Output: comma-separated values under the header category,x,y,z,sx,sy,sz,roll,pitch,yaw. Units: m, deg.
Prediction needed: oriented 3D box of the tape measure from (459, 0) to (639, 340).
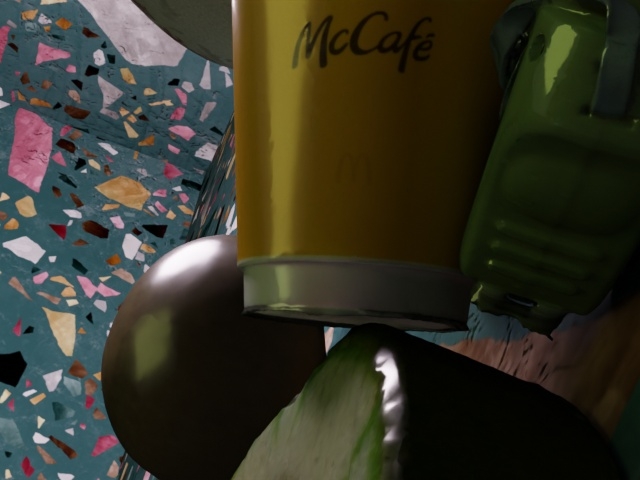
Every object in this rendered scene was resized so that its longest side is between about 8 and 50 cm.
category,x,y,z,sx,sy,sz,roll,pitch,yaw
tape measure,0.128,-0.075,0.525,0.200,0.106,0.175,90,-161,-61

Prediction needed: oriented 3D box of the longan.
category,x,y,z,sx,sy,sz,roll,pitch,yaw
longan,-0.101,0.112,1.069,0.248,0.248,0.248,-160,90,-79

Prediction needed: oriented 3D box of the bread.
category,x,y,z,sx,sy,sz,roll,pitch,yaw
bread,0.010,0.228,0.547,0.382,0.129,0.366,-177,110,-78

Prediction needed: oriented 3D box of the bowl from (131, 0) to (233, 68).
category,x,y,z,sx,sy,sz,roll,pitch,yaw
bowl,0.016,-0.265,1.070,0.435,0.196,0.435,-20,23,9

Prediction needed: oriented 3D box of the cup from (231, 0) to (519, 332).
category,x,y,z,sx,sy,sz,roll,pitch,yaw
cup,0.028,-0.090,0.651,0.196,0.196,0.279,154,121,-75
